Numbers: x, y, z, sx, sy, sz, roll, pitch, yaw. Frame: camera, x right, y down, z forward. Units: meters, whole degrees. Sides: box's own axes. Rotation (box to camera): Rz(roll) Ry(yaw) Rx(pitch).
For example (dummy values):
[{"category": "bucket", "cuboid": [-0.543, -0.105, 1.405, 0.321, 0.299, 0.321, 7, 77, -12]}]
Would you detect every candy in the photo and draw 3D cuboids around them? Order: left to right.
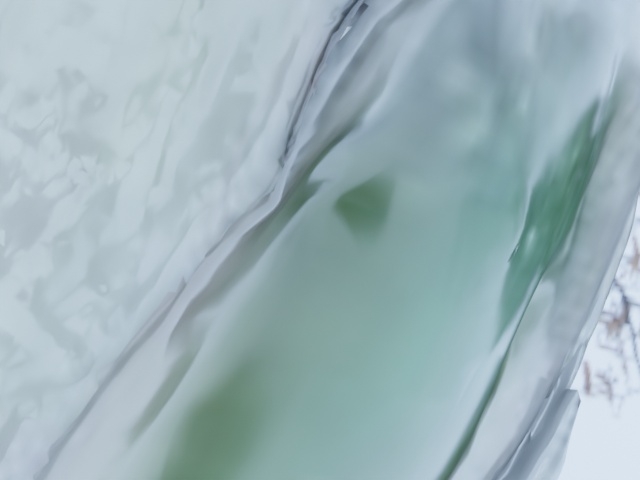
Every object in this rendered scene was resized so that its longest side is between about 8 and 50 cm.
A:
[{"category": "candy", "cuboid": [0.000, 0.000, 0.611, 0.186, 0.386, 0.427, 24, -168, 32]}]
